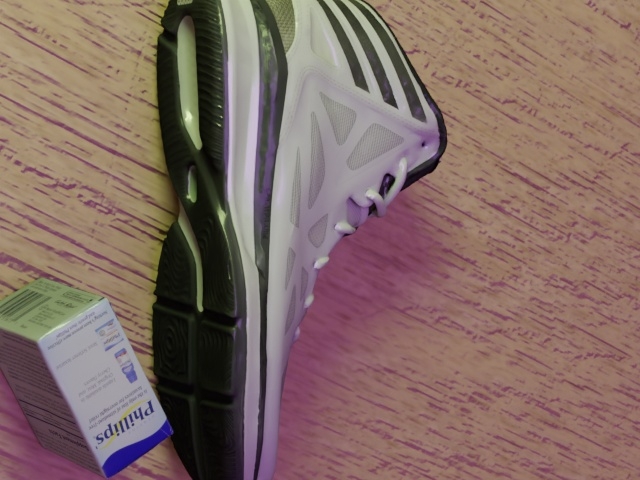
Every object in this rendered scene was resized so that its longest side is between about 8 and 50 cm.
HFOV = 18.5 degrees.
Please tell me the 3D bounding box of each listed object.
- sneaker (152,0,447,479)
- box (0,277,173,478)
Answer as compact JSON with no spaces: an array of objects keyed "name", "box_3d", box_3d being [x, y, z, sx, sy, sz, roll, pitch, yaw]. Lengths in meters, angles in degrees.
[{"name":"sneaker","box_3d":[0.001,0.000,1.698,0.257,0.169,0.447,-2,96,-29]},{"name":"box","box_3d":[-0.203,0.111,1.619,0.072,0.126,0.137,-33,113,-24]}]
